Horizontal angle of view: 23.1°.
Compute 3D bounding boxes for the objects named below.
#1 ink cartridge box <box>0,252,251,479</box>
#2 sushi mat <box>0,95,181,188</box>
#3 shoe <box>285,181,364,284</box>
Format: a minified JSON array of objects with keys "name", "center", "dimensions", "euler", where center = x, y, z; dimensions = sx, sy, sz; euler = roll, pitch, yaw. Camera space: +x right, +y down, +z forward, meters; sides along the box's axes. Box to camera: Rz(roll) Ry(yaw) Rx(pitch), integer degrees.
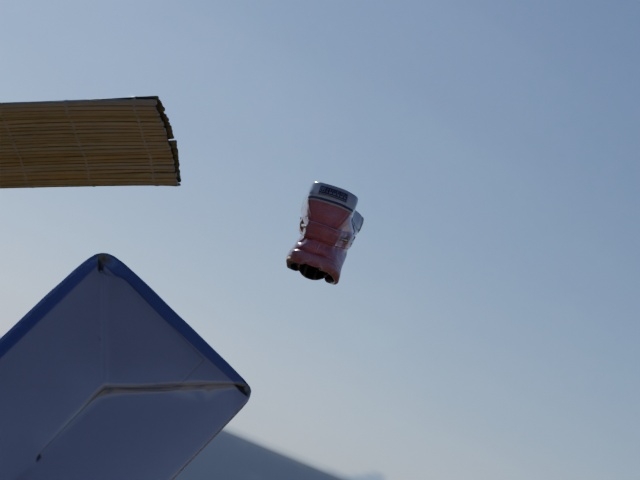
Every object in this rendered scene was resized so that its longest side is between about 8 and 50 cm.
[{"name":"ink cartridge box","center":[-0.238,0.183,1.156],"dimensions":[0.151,0.270,0.395],"euler":[46,-23,-2]},{"name":"sushi mat","center":[-0.300,-0.092,1.554],"dimensions":[0.316,0.019,0.151],"euler":[-1,-32,6]},{"name":"shoe","center":[0.000,0.000,1.502],"dimensions":[0.063,0.081,0.178],"euler":[19,-8,3]}]
